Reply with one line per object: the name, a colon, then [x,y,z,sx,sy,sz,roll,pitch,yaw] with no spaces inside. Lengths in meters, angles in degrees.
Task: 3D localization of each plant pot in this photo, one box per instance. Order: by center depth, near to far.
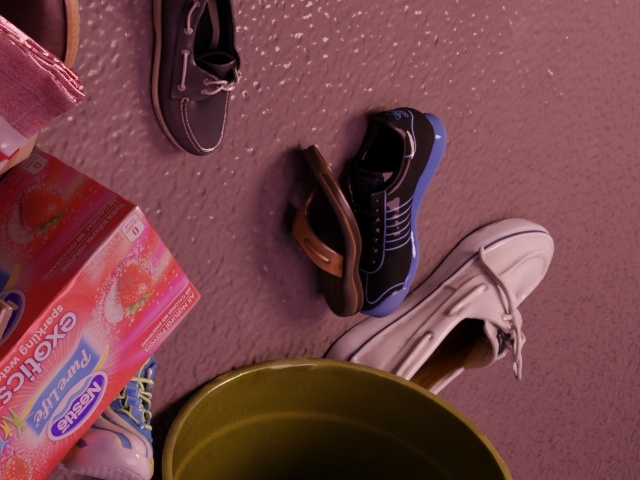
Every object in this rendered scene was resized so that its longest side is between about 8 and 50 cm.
plant pot: [-0.012,0.377,1.909,0.366,0.366,0.353,-24,141,-40]

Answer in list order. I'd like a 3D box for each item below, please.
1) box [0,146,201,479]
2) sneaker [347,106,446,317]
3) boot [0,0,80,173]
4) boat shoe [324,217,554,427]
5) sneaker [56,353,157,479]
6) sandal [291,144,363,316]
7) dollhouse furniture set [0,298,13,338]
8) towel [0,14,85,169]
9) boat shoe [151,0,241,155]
box: [-0.267,0.092,1.547,0.300,0.142,0.154,-49,143,-16]
sneaker: [0.061,-0.030,1.925,0.090,0.081,0.232,3,104,-48]
boot: [-0.297,-0.123,1.388,0.207,0.090,0.248,-21,142,-39]
boat shoe: [0.178,0.104,2.081,0.367,0.156,0.136,-31,135,-34]
sneaker: [-0.194,0.152,1.656,0.091,0.240,0.126,14,83,-15]
sandal: [0.000,0.000,1.880,0.060,0.090,0.219,-20,138,-15]
dollhouse furniture set: [-0.396,0.097,1.367,0.212,0.161,0.242,21,95,-44]
towel: [-0.357,-0.057,1.335,0.329,0.037,0.237,-44,141,9]
boat shoe: [-0.107,-0.157,1.640,0.075,0.065,0.206,-32,135,-34]
